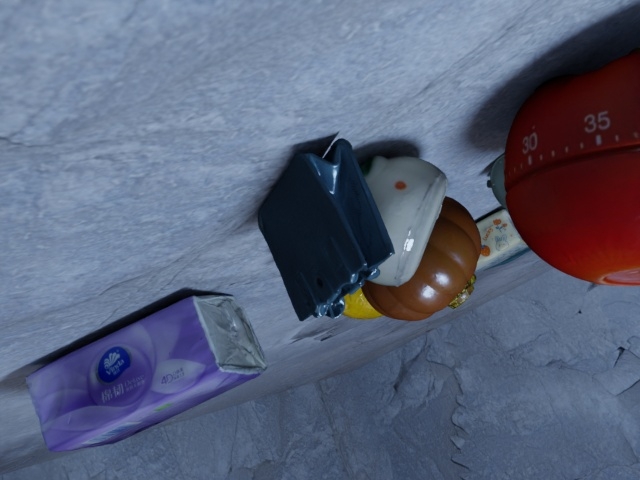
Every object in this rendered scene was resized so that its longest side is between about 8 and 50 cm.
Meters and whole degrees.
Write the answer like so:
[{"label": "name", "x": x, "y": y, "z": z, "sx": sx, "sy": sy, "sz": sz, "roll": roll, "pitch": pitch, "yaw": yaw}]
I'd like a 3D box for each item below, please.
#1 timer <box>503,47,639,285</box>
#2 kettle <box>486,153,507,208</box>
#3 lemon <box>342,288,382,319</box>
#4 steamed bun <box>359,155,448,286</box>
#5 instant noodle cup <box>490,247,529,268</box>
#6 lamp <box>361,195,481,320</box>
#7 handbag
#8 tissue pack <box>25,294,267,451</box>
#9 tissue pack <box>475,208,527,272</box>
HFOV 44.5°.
[{"label": "timer", "x": 0.433, "y": -0.087, "z": 1.027, "sx": 0.377, "sy": 0.279, "sz": 0.378, "roll": 0, "pitch": 170, "yaw": 0}, {"label": "kettle", "x": 0.362, "y": -0.104, "z": 1.324, "sx": 0.148, "sy": 0.098, "sz": 0.127, "roll": -16, "pitch": 159, "yaw": -38}, {"label": "lemon", "x": 0.078, "y": 0.076, "z": 1.433, "sx": 0.187, "sy": 0.142, "sz": 0.142, "roll": -7, "pitch": 158, "yaw": -36}, {"label": "steamed bun", "x": 0.089, "y": -0.031, "z": 1.051, "sx": 0.228, "sy": 0.130, "sz": 0.177, "roll": -12, "pitch": 124, "yaw": -78}, {"label": "instant noodle cup", "x": 0.478, "y": 0.004, "z": 1.928, "sx": 0.157, "sy": 0.070, "sz": 0.179, "roll": -9, "pitch": 159, "yaw": -48}, {"label": "lamp", "x": 0.161, "y": 0.028, "z": 1.276, "sx": 0.223, "sy": 0.196, "sz": 0.223, "roll": -48, "pitch": -168, "yaw": 14}, {"label": "handbag", "x": 0.000, "y": 0.000, "z": 0.969, "sx": 0.062, "sy": 0.179, "sz": 0.229, "roll": -17, "pitch": 166, "yaw": -25}, {"label": "tissue pack", "x": -0.287, "y": 0.224, "z": 1.353, "sx": 0.338, "sy": 0.160, "sz": 0.242, "roll": -27, "pitch": 166, "yaw": 8}, {"label": "tissue pack", "x": 0.361, "y": 0.010, "z": 1.726, "sx": 0.196, "sy": 0.092, "sz": 0.148, "roll": -33, "pitch": 163, "yaw": 27}]
